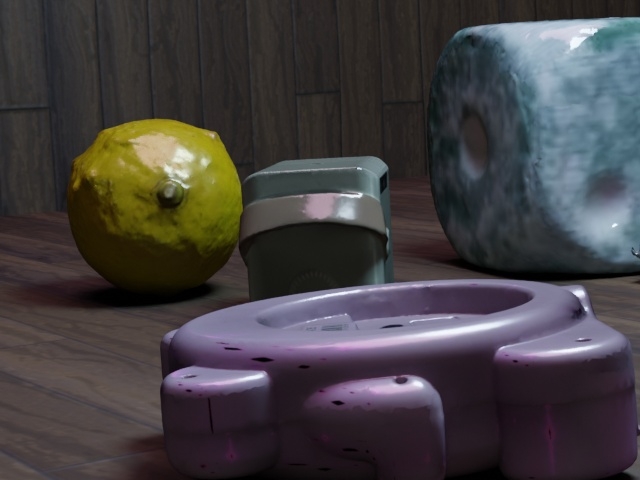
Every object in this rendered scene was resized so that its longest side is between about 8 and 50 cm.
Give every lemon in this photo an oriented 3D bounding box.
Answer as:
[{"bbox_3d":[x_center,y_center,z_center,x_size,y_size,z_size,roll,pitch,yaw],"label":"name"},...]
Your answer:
[{"bbox_3d":[-0.211,-0.042,1.960,0.234,0.233,0.288,-4,0,-13],"label":"lemon"}]

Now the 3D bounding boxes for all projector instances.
[{"bbox_3d":[0.000,0.000,1.727,0.163,0.177,0.242,-4,5,6],"label":"projector"}]

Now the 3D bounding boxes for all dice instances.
[{"bbox_3d":[0.360,-0.133,2.078,0.348,0.330,0.328,-4,7,-22],"label":"dice"}]

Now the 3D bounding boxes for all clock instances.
[{"bbox_3d":[0.046,0.102,1.120,0.322,0.113,0.295,-5,7,-6],"label":"clock"}]

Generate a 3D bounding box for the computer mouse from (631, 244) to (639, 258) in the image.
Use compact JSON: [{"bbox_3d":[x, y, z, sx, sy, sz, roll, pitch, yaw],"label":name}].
[{"bbox_3d":[0.475,0.020,1.828,0.126,0.071,0.231,10,-15,-34],"label":"computer mouse"}]
